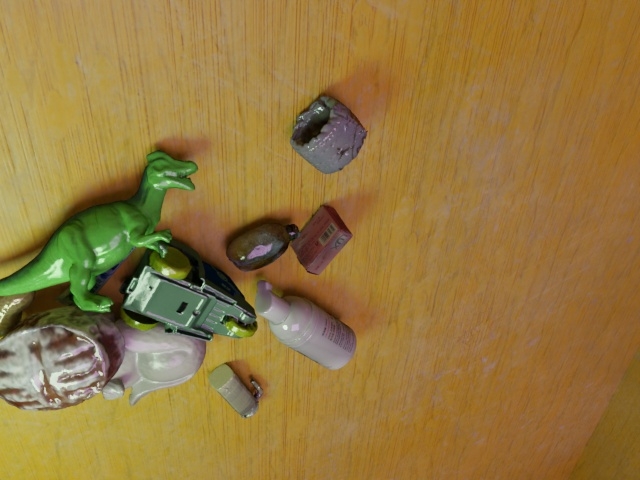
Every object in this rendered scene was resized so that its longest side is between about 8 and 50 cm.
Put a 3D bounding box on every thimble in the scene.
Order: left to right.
[{"bbox_3d":[0.016,-0.239,1.330,0.151,0.127,0.118,-50,131,8],"label":"thimble"}]

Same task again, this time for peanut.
[{"bbox_3d":[-0.708,0.159,1.322,0.174,0.080,0.080,-46,131,10],"label":"peanut"}]

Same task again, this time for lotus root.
[{"bbox_3d":[-0.142,0.010,1.472,0.192,0.088,0.113,-27,148,-6],"label":"lotus root"}]

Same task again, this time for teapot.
[{"bbox_3d":[-0.245,0.449,1.768,0.107,0.077,0.200,-43,134,-17],"label":"teapot"}]

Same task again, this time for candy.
[{"bbox_3d":[-0.585,0.265,1.291,0.290,0.157,0.214,-16,108,9],"label":"candy"}]

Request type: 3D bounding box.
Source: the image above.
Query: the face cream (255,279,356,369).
[{"bbox_3d":[-0.060,0.235,1.645,0.145,0.145,0.370,-44,130,11],"label":"face cream"}]

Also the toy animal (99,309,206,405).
[{"bbox_3d":[-0.420,0.289,1.474,0.265,0.206,0.271,-7,125,-17],"label":"toy animal"}]

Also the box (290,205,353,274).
[{"bbox_3d":[0.000,0.000,1.515,0.060,0.111,0.156,25,113,-45],"label":"box"}]

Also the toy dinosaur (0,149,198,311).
[{"bbox_3d":[-0.537,-0.038,1.236,0.500,0.144,0.374,10,85,0],"label":"toy dinosaur"}]

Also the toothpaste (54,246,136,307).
[{"bbox_3d":[-0.503,0.059,1.366,0.297,0.048,0.075,-44,130,15],"label":"toothpaste"}]

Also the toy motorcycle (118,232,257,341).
[{"bbox_3d":[-0.305,0.127,1.425,0.326,0.200,0.191,25,112,-25],"label":"toy motorcycle"}]
